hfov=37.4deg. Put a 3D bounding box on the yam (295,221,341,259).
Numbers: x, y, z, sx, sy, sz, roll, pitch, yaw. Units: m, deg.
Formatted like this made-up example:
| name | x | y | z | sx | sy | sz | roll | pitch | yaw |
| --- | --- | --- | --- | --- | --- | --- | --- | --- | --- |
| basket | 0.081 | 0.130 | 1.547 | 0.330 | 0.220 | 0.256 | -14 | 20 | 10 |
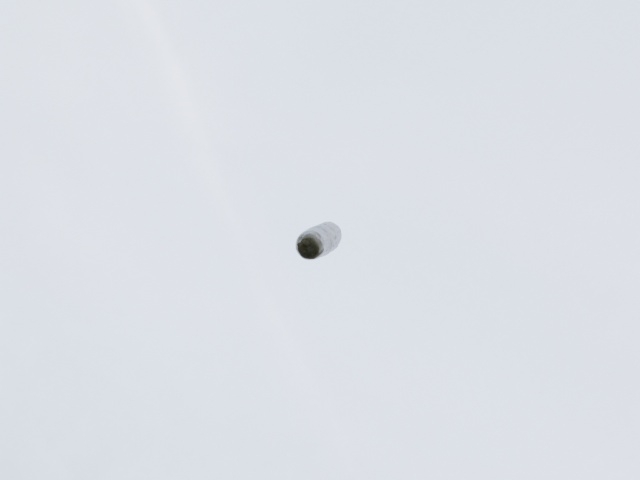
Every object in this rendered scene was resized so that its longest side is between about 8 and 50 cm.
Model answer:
| name | x | y | z | sx | sy | sz | roll | pitch | yaw |
| --- | --- | --- | --- | --- | --- | --- | --- | --- | --- |
| yam | 0.000 | 0.000 | 0.603 | 0.021 | 0.116 | 0.021 | 0 | -86 | 6 |
